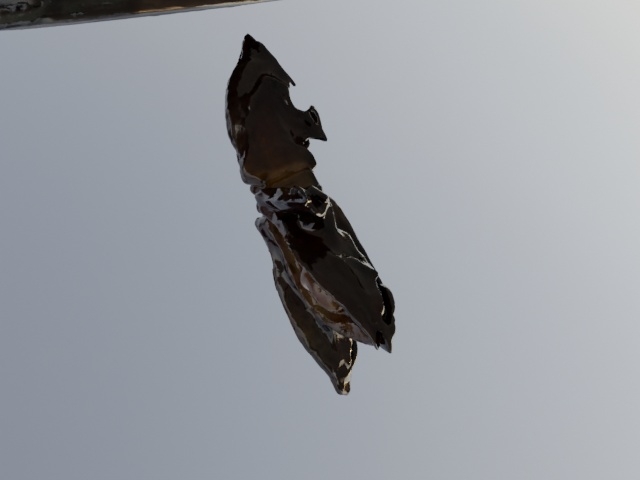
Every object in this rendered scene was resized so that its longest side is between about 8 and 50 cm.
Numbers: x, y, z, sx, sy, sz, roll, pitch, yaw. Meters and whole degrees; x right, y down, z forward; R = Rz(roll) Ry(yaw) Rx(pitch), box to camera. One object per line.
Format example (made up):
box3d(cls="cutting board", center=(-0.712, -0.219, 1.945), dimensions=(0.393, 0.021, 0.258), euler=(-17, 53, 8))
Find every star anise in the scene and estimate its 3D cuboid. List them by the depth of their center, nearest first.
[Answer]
box3d(cls="star anise", center=(-0.004, 0.002, 0.520), dimensions=(0.053, 0.157, 0.212), euler=(-20, -140, -5))

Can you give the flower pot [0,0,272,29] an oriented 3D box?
box3d(cls="flower pot", center=(-0.130, -0.170, 0.582), dimensions=(0.179, 0.084, 0.251), euler=(1, -165, 27))
